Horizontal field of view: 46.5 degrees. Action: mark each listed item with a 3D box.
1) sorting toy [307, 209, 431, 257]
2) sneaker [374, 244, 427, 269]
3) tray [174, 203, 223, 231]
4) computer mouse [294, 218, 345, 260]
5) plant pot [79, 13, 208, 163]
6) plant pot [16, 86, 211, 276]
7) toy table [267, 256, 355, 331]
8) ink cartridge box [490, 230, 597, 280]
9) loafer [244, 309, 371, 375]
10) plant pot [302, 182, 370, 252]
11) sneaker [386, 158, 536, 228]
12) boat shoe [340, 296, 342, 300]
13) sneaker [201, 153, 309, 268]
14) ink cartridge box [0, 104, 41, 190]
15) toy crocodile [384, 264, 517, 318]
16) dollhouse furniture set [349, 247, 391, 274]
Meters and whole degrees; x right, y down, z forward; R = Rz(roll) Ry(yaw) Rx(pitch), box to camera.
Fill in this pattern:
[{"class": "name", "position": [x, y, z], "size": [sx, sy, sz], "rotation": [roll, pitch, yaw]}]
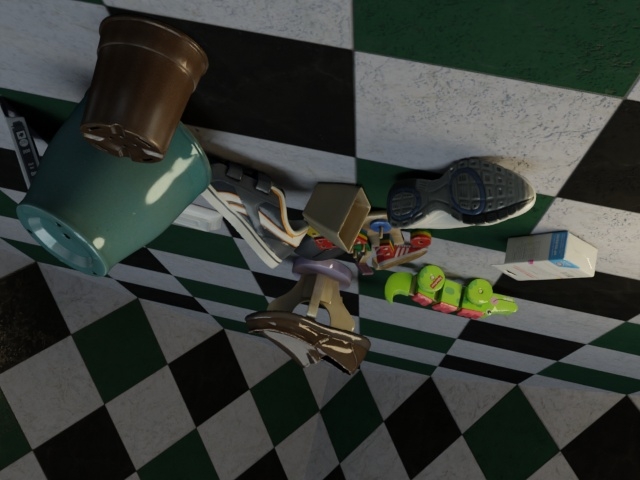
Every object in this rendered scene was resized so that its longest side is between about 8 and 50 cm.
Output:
[{"class": "sorting toy", "position": [0.094, -0.007, 1.600], "size": [0.274, 0.046, 0.132], "rotation": [-5, 150, 16]}, {"class": "sneaker", "position": [0.184, 0.019, 1.729], "size": [0.118, 0.067, 0.042], "rotation": [-17, 159, 0]}, {"class": "tray", "position": [-0.383, -0.075, 1.889], "size": [0.270, 0.030, 0.145], "rotation": [16, 163, -6]}, {"class": "computer mouse", "position": [0.000, 0.000, 1.745], "size": [0.188, 0.072, 0.272], "rotation": [20, 163, -23]}, {"class": "plant pot", "position": [-0.267, -0.213, 1.091], "size": [0.166, 0.165, 0.167], "rotation": [13, 163, 4]}, {"class": "plant pot", "position": [-0.373, -0.087, 1.293], "size": [0.271, 0.255, 0.272], "rotation": [25, 151, 15]}, {"class": "toy table", "position": [-0.013, 0.156, 2.124], "size": [0.252, 0.161, 0.274], "rotation": [10, 164, 13]}, {"class": "ink cartridge box", "position": [0.447, 0.034, 1.504], "size": [0.104, 0.062, 0.181], "rotation": [25, 160, -33]}, {"class": "loafer", "position": [-0.038, 0.284, 2.046], "size": [0.365, 0.130, 0.134], "rotation": [17, 165, -12]}, {"class": "plant pot", "position": [0.027, -0.055, 1.495], "size": [0.096, 0.109, 0.109], "rotation": [21, 167, 21]}, {"class": "sneaker", "position": [0.251, -0.072, 1.290], "size": [0.129, 0.111, 0.297], "rotation": [6, 175, -38]}, {"class": "boat shoe", "position": [0.010, 0.154, 2.296], "size": [0.135, 0.045, 0.050], "rotation": [21, 173, -14]}, {"class": "sneaker", "position": [-0.154, -0.096, 1.491], "size": [0.321, 0.127, 0.126], "rotation": [48, -175, -24]}, {"class": "ink cartridge box", "position": [-0.603, -0.172, 1.535], "size": [0.045, 0.208, 0.206], "rotation": [-20, 174, -18]}, {"class": "toy crocodile", "position": [0.329, 0.142, 1.888], "size": [0.340, 0.105, 0.115], "rotation": [15, 164, -5]}, {"class": "dollhouse furniture set", "position": [0.139, 0.022, 1.818], "size": [0.114, 0.091, 0.081], "rotation": [-1, 135, -42]}]
